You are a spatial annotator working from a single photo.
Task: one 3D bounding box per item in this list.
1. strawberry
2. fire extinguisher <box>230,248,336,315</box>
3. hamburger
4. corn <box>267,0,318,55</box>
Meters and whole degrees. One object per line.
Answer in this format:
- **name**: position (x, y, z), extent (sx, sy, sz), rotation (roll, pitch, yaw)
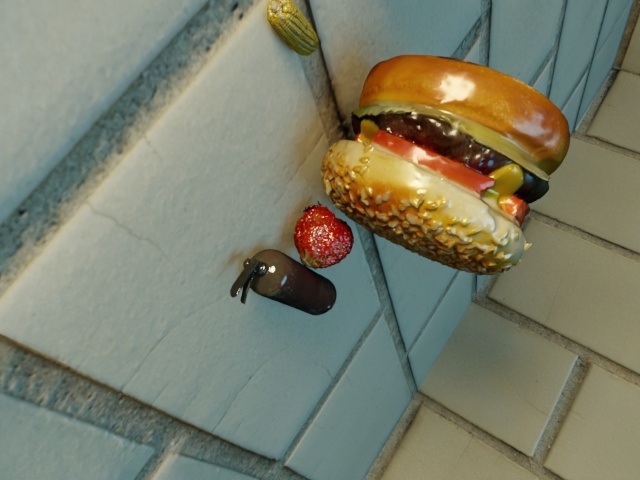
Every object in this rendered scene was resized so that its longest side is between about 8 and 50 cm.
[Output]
- **strawberry**: position (0.001, 0.000, 0.861), extent (0.106, 0.106, 0.106), rotation (-42, 148, -35)
- **fire extinguisher**: position (-0.054, 0.072, 0.852), extent (0.089, 0.072, 0.268), rotation (-66, 155, -6)
- **hamburger**: position (0.172, -0.101, 0.820), extent (0.330, 0.330, 0.250), rotation (29, 82, -64)
- **corn**: position (-0.030, -0.244, 0.639), extent (0.037, 0.037, 0.092), rotation (-64, 156, 3)
